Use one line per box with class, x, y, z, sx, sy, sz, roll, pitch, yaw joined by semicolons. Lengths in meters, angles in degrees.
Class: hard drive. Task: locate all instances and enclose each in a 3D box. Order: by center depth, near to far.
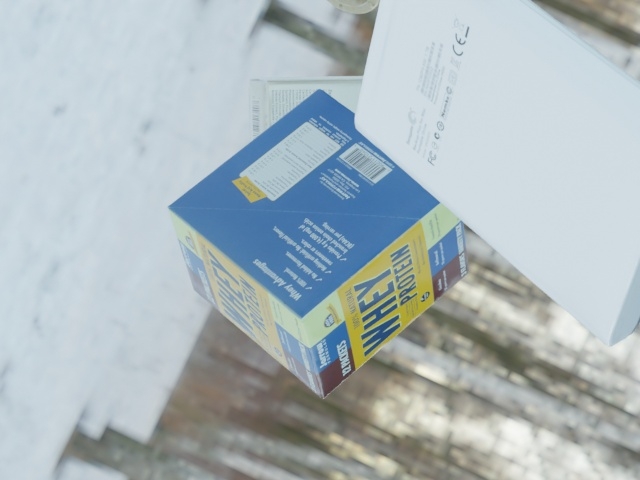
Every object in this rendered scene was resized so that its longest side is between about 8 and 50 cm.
hard drive;0.152;-0.086;1.391;0.040;0.307;0.203;-24;142;-34

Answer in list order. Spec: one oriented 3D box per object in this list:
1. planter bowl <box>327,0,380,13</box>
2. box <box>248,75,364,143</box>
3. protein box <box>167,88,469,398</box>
planter bowl;0.051;-0.301;1.834;0.109;0.162;0.162;-46;168;-33
box;0.053;-0.150;2.196;0.094;0.275;0.113;-160;-110;-73
protein box;0.000;0.000;1.706;0.201;0.200;0.136;-40;146;-19
